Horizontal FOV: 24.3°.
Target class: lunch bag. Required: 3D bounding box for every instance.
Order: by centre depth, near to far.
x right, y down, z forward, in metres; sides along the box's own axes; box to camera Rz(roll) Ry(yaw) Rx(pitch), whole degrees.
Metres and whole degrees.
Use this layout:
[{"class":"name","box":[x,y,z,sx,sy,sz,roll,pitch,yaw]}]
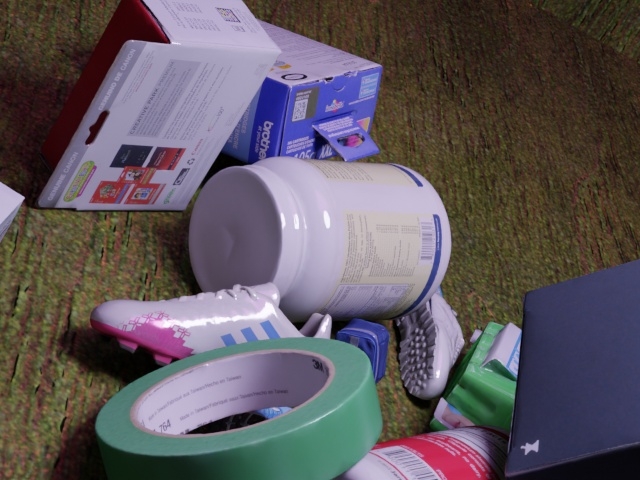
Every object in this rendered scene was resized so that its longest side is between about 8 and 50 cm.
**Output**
[{"class":"lunch bag","box":[0.052,0.166,2.071,0.067,0.098,0.065,12,20,22]}]

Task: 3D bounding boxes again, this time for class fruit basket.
[{"class":"fruit basket","box":[0.346,0.266,2.106,0.353,0.165,0.327,27,26,7]}]

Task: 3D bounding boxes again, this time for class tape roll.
[{"class":"tape roll","box":[-0.092,0.204,1.690,0.321,0.077,0.321,-11,17,3]}]

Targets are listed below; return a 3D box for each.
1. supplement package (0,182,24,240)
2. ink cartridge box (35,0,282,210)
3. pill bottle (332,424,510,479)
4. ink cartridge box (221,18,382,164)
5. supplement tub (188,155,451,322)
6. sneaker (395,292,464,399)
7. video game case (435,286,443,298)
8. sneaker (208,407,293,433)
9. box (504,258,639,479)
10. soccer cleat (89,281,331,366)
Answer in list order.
[{"class":"supplement package","box":[-0.480,0.037,1.558,0.199,0.262,0.198,33,31,-4]},{"class":"ink cartridge box","box":[-0.251,-0.192,2.058,0.272,0.309,0.130,-1,46,-46]},{"class":"pill bottle","box":[0.146,0.344,1.777,0.408,0.229,0.229,-2,46,-46]},{"class":"ink cartridge box","box":[-0.091,-0.230,2.299,0.396,0.151,0.270,22,24,28]},{"class":"supplement tub","box":[0.000,0.000,2.109,0.325,0.235,0.235,1,44,-44]},{"class":"sneaker","box":[0.174,0.157,2.216,0.095,0.090,0.235,34,30,-22]},{"class":"video game case","box":[0.135,0.032,2.415,0.119,0.015,0.166,21,33,-23]},{"class":"sneaker","box":[-0.079,0.236,1.894,0.162,0.063,0.073,15,17,-36]},{"class":"box","box":[0.413,0.262,1.796,0.395,0.212,0.293,51,35,-31]},{"class":"soccer cleat","box":[-0.133,0.106,1.901,0.331,0.143,0.116,20,-4,-29]}]
